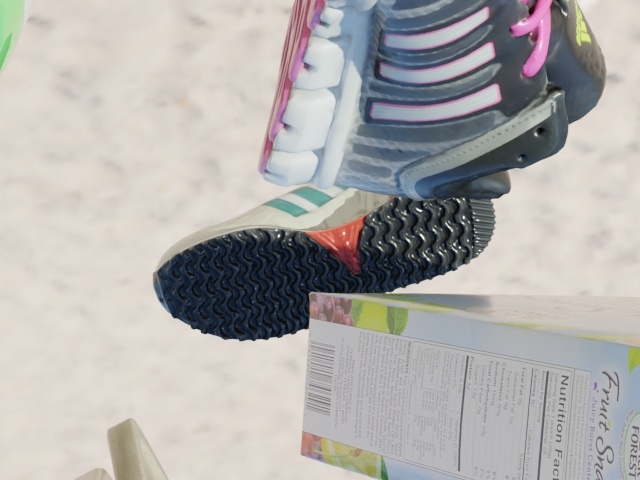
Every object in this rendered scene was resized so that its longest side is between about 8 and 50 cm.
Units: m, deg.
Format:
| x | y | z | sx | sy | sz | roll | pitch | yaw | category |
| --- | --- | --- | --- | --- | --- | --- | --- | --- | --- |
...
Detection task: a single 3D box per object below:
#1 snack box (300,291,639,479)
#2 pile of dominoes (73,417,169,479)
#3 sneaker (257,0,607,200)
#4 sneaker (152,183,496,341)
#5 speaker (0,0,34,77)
| x | y | z | sx | sy | sz | roll | pitch | yaw | category |
| --- | --- | --- | --- | --- | --- | --- | --- | --- | --- |
| 0.118 | 0.058 | 0.667 | 0.174 | 0.070 | 0.207 | 2 | -179 | -29 | snack box |
| -0.008 | 0.167 | 0.392 | 0.040 | 0.251 | 0.196 | -25 | -174 | 0 | pile of dominoes |
| 0.036 | -0.059 | 0.444 | 0.075 | 0.063 | 0.170 | 12 | 149 | -7 | sneaker |
| 0.000 | 0.000 | 0.912 | 0.161 | 0.057 | 0.075 | -17 | -163 | 0 | sneaker |
| -0.133 | -0.161 | 0.566 | 0.131 | 0.296 | 0.131 | 0 | 141 | 0 | speaker |
